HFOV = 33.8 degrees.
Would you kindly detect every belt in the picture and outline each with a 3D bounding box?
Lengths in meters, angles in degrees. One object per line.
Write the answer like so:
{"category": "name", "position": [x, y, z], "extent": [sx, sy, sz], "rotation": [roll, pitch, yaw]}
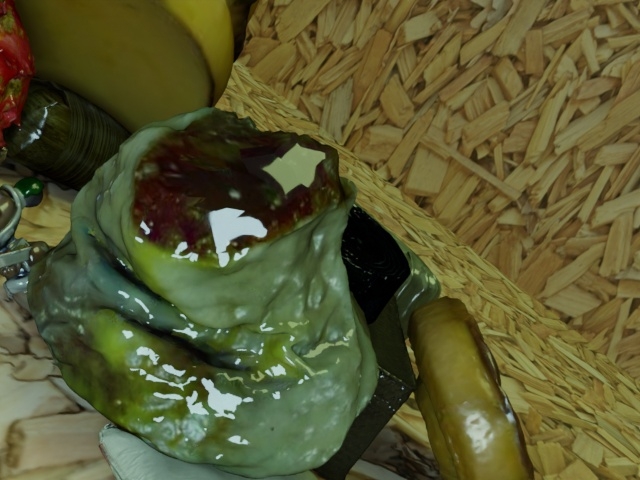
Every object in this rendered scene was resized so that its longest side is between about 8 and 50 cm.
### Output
{"category": "belt", "position": [0.010, 0.008, 1.117], "extent": [0.151, 0.078, 0.198], "rotation": [26, 20, -24]}

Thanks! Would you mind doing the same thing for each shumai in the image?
{"category": "shumai", "position": [-0.071, -0.001, 0.859], "extent": [0.309, 0.263, 0.304], "rotation": [19, 36, -2]}

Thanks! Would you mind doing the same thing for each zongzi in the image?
{"category": "zongzi", "position": [-0.327, -0.139, 1.351], "extent": [0.241, 0.111, 0.247], "rotation": [38, 5, 42]}

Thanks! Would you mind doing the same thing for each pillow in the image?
{"category": "pillow", "position": [-0.072, 0.212, 0.876], "extent": [0.229, 0.051, 0.128], "rotation": [23, 16, -40]}

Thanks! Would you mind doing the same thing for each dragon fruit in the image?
{"category": "dragon fruit", "position": [-0.402, -0.187, 1.126], "extent": [0.268, 0.210, 0.205], "rotation": [62, 5, 20]}

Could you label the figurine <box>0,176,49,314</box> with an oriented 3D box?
{"category": "figurine", "position": [-0.293, -0.001, 0.952], "extent": [0.197, 0.093, 0.147], "rotation": [37, 48, -2]}

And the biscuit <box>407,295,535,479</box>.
{"category": "biscuit", "position": [0.168, 0.208, 1.195], "extent": [0.296, 0.102, 0.296], "rotation": [-20, 90, -89]}

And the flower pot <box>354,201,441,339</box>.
{"category": "flower pot", "position": [0.000, 0.000, 1.564], "extent": [0.367, 0.164, 0.254], "rotation": [41, 8, 18]}

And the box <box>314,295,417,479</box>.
{"category": "box", "position": [-0.016, 0.112, 1.170], "extent": [0.184, 0.143, 0.273], "rotation": [34, 14, -12]}

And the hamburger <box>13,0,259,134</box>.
{"category": "hamburger", "position": [-0.266, -0.335, 1.348], "extent": [0.395, 0.396, 0.277], "rotation": [31, 54, -23]}
